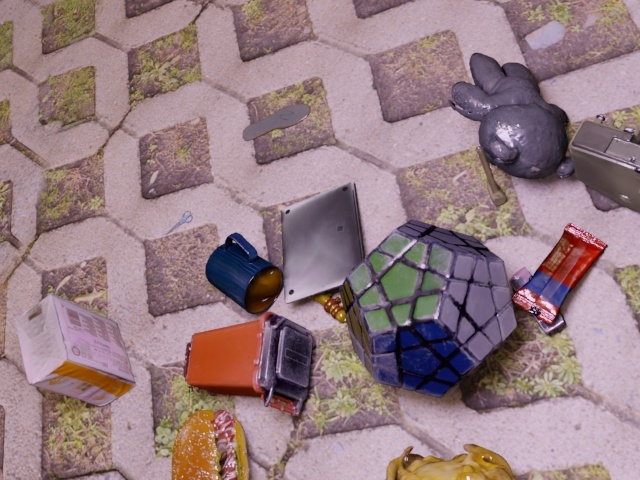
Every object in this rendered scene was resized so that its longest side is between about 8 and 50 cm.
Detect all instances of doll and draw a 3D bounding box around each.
[{"bbox_3d":[0.370,-0.234,1.450,0.340,0.246,0.158,-103,30,-49],"label":"doll"}]

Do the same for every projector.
[{"bbox_3d":[0.572,-0.108,1.271,0.269,0.193,0.088,29,83,31],"label":"projector"}]

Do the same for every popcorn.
[{"bbox_3d":[0.216,0.427,1.191,0.250,0.250,0.190,1,85,27],"label":"popcorn"}]

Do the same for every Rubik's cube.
[{"bbox_3d":[0.186,0.117,1.320,0.319,0.319,0.264,-12,36,22],"label":"Rubik's cube"}]

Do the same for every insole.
[{"bbox_3d":[-0.109,-0.290,1.812,0.188,0.004,0.064,-20,59,17],"label":"insole"}]

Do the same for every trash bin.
[{"bbox_3d":[-0.146,0.257,1.498,0.238,0.161,0.184,-11,63,31],"label":"trash bin"}]

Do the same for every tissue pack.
[{"bbox_3d":[-0.544,0.249,1.651,0.124,0.225,0.185,-32,57,10],"label":"tissue pack"}]

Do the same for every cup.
[{"bbox_3d":[-0.162,0.062,1.605,0.138,0.113,0.150,30,105,35],"label":"cup"}]

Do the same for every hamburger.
[{"bbox_3d":[-0.220,0.439,1.467,0.173,0.116,0.210,-20,60,20],"label":"hamburger"}]

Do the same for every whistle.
[{"bbox_3d":[0.026,0.128,1.542,0.109,0.057,0.046,37,132,25],"label":"whistle"}]

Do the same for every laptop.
[{"bbox_3d":[0.000,0.000,1.587,0.187,0.015,0.269,-20,48,18],"label":"laptop"}]

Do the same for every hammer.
[{"bbox_3d":[0.318,-0.135,1.411,0.028,0.195,0.060,-24,58,10],"label":"hammer"}]

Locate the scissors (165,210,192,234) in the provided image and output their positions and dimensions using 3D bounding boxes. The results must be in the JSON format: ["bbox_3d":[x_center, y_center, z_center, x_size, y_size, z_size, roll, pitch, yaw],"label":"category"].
[{"bbox_3d":[-0.348,-0.041,1.817,0.083,0.006,0.036,-38,54,7],"label":"scissors"}]

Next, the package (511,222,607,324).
[{"bbox_3d":[0.432,0.057,1.340,0.083,0.022,0.200,33,69,26],"label":"package"}]

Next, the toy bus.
[{"bbox_3d":[0.396,0.111,1.356,0.052,0.037,0.131,-37,57,11],"label":"toy bus"}]
